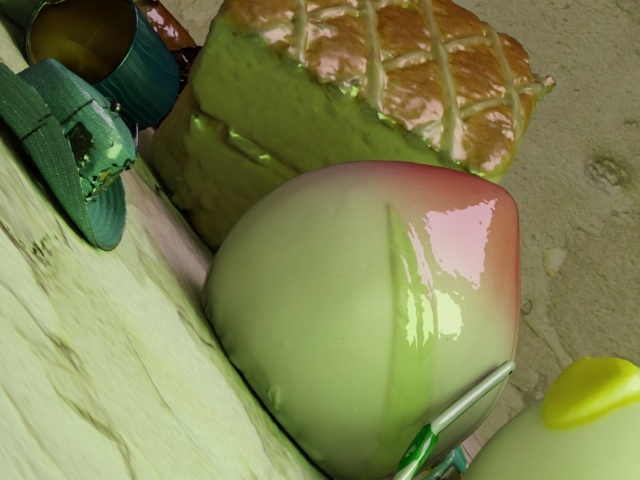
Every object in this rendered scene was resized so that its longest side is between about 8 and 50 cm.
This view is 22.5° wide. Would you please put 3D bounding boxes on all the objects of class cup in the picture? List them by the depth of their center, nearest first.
[{"bbox_3d":[-0.214,-0.160,1.569,0.113,0.150,0.138,18,-12,19],"label":"cup"}]

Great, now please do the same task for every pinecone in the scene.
[{"bbox_3d":[-0.171,-0.192,2.147,0.140,0.140,0.121,-123,-157,-50],"label":"pinecone"}]

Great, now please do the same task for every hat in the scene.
[{"bbox_3d":[-0.188,-0.087,1.214,0.191,0.078,0.138,53,2,10],"label":"hat"}]

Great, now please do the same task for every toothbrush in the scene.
[{"bbox_3d":[0.082,0.167,1.286,0.030,0.030,0.304,53,41,3],"label":"toothbrush"}]

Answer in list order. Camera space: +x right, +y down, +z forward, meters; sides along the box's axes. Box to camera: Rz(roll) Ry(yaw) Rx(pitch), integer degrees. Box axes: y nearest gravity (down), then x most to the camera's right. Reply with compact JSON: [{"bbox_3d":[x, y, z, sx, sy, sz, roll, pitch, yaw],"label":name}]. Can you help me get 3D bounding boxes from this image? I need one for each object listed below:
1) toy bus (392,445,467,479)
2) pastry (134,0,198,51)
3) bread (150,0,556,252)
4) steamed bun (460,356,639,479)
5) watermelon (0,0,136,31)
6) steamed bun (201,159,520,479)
[{"bbox_3d":[0.065,0.186,1.658,0.091,0.109,0.261,58,0,-43],"label":"toy bus"},{"bbox_3d":[-0.259,-0.305,2.342,0.229,0.100,0.218,46,2,-23],"label":"pastry"},{"bbox_3d":[0.036,-0.138,1.857,0.371,0.279,0.390,33,34,-2],"label":"bread"},{"bbox_3d":[0.250,0.275,1.313,0.334,0.334,0.374,54,-26,21],"label":"steamed bun"},{"bbox_3d":[-0.206,-0.265,1.591,0.154,0.241,0.094,60,24,-58],"label":"watermelon"},{"bbox_3d":[0.066,0.052,1.480,0.309,0.309,0.309,53,3,-4],"label":"steamed bun"}]
